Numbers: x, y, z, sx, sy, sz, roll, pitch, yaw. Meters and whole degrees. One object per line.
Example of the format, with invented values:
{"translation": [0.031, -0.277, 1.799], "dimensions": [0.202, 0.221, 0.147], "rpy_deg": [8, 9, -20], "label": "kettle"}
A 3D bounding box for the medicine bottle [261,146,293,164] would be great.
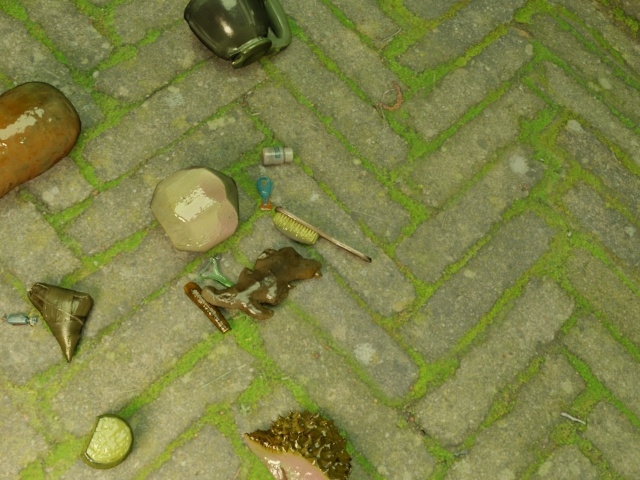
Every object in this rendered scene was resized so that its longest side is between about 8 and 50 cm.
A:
{"translation": [-0.128, -0.251, 1.923], "dimensions": [0.089, 0.052, 0.052], "rpy_deg": [-6, 69, -14], "label": "medicine bottle"}

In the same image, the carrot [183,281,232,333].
{"translation": [-0.298, 0.179, 1.717], "dimensions": [0.042, 0.042, 0.170], "rpy_deg": [-38, 81, -23], "label": "carrot"}

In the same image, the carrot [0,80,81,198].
{"translation": [-0.803, -0.258, 1.698], "dimensions": [0.224, 0.224, 0.340], "rpy_deg": [42, 66, 7], "label": "carrot"}

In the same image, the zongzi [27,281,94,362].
{"translation": [-0.668, 0.200, 1.619], "dimensions": [0.160, 0.078, 0.176], "rpy_deg": [14, 74, 2], "label": "zongzi"}

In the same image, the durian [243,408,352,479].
{"translation": [-0.015, 0.523, 1.604], "dimensions": [0.305, 0.185, 0.196], "rpy_deg": [41, 43, 16], "label": "durian"}

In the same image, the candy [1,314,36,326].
{"translation": [-0.754, 0.202, 1.625], "dimensions": [0.083, 0.020, 0.030], "rpy_deg": [3, 66, -9], "label": "candy"}

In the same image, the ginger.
{"translation": [-0.140, 0.113, 1.743], "dimensions": [0.333, 0.080, 0.166], "rpy_deg": [-30, 71, -31], "label": "ginger"}

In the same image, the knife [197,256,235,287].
{"translation": [-0.248, 0.113, 1.762], "dimensions": [0.166, 0.022, 0.078], "rpy_deg": [34, 65, -3], "label": "knife"}

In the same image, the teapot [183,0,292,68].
{"translation": [-0.248, -0.656, 2.015], "dimensions": [0.240, 0.321, 0.239], "rpy_deg": [-30, 92, 19], "label": "teapot"}

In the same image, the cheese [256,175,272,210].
{"translation": [-0.161, -0.138, 1.888], "dimensions": [0.047, 0.017, 0.111], "rpy_deg": [-2, 68, -9], "label": "cheese"}

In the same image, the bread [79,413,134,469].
{"translation": [-0.493, 0.470, 1.517], "dimensions": [0.111, 0.114, 0.129], "rpy_deg": [17, 69, -11], "label": "bread"}

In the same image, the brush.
{"translation": [-0.001, 0.001, 1.846], "dimensions": [0.313, 0.072, 0.067], "rpy_deg": [28, 88, -3], "label": "brush"}

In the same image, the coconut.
{"translation": [-0.317, -0.088, 1.728], "dimensions": [0.231, 0.227, 0.227], "rpy_deg": [-32, 77, -11], "label": "coconut"}
